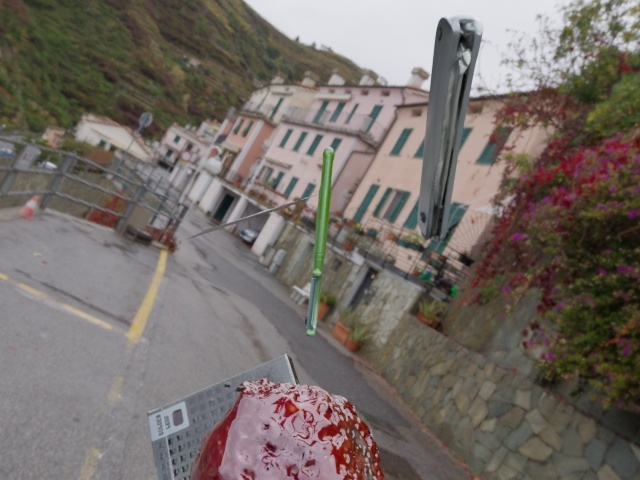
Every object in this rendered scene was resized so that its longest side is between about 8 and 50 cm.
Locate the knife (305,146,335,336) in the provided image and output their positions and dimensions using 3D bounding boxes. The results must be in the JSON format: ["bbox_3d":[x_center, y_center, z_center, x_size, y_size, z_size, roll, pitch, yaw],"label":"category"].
[{"bbox_3d":[0.001,0.000,0.622,0.015,0.212,0.054,5,-1,5],"label":"knife"}]

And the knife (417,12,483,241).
[{"bbox_3d":[0.140,-0.112,0.612,0.041,0.265,0.073,0,36,-1],"label":"knife"}]

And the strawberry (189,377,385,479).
[{"bbox_3d":[-0.030,0.302,0.624,0.220,0.274,0.274,25,-3,45],"label":"strawberry"}]

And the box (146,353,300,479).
[{"bbox_3d":[-0.186,0.374,1.105,0.047,0.325,0.180,60,7,-57],"label":"box"}]

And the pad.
[{"bbox_3d":[-0.103,-0.037,0.821,0.113,0.188,0.006,-13,-83,60],"label":"pad"}]
